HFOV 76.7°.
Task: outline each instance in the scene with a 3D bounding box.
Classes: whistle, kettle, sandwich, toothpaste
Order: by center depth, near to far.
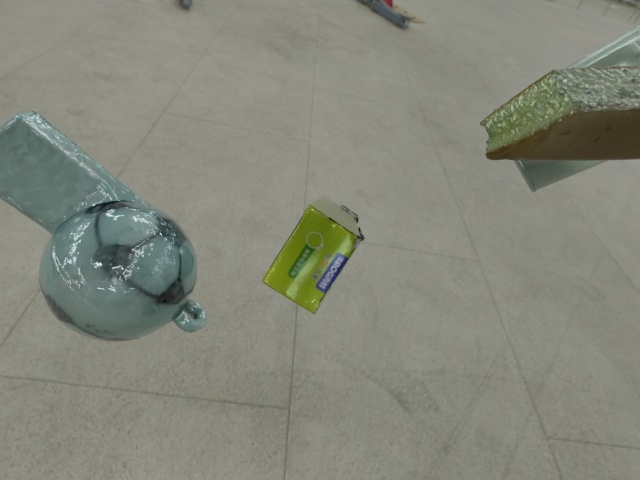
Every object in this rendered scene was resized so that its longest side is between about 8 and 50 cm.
[{"bbox_3d":[-0.235,0.009,0.423,0.290,0.163,0.163,43,36,-22],"label":"whistle"},{"bbox_3d":[0.348,-0.160,0.516,0.258,0.096,0.094,0,57,12],"label":"sandwich"},{"bbox_3d":[0.000,0.000,0.614,0.077,0.110,0.327,33,9,-2],"label":"toothpaste"},{"bbox_3d":[0.508,-0.236,0.742,0.205,0.318,0.265,58,31,-12],"label":"kettle"}]
